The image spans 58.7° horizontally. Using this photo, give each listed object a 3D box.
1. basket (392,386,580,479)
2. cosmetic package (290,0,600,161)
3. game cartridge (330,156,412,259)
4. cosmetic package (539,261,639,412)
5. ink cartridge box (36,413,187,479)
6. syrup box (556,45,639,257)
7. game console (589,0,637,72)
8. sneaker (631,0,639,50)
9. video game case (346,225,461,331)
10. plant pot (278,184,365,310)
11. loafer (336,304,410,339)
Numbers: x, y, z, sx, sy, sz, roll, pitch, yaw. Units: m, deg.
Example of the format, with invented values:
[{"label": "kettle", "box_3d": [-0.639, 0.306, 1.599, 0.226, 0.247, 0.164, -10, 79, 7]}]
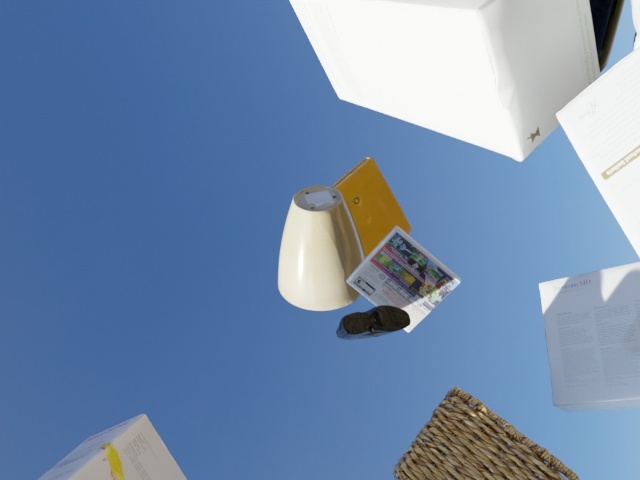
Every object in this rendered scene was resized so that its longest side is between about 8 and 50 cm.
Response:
[{"label": "basket", "box_3d": [0.326, 0.485, 1.143, 0.223, 0.299, 0.213, -49, -28, -17]}, {"label": "cosmetic package", "box_3d": [0.137, -0.260, 0.719, 0.155, 0.365, 0.197, -42, -49, -12]}, {"label": "game cartridge", "box_3d": [0.148, -0.071, 1.924, 0.285, 0.052, 0.324, -41, -66, -24]}, {"label": "cosmetic package", "box_3d": [0.663, 0.190, 1.166, 0.097, 0.377, 0.284, 29, -126, -41]}, {"label": "ink cartridge box", "box_3d": [-0.426, 0.505, 1.077, 0.197, 0.198, 0.270, 59, -152, -5]}, {"label": "syrup box", "box_3d": [0.284, -0.030, 0.427, 0.093, 0.096, 0.237, 17, -134, -33]}, {"label": "game console", "box_3d": [0.404, -0.251, 0.691, 0.044, 0.361, 0.213, -51, -25, -3]}, {"label": "sneaker", "box_3d": [0.354, -0.277, 0.526, 0.121, 0.099, 0.262, 54, -125, -28]}, {"label": "video game case", "box_3d": [0.194, 0.094, 1.343, 0.201, 0.183, 0.023, 40, -160, -5]}, {"label": "plant pot", "box_3d": [0.000, 0.000, 1.524, 0.256, 0.256, 0.274, -46, -37, -43]}, {"label": "loafer", "box_3d": [0.112, 0.179, 1.222, 0.170, 0.061, 0.062, -1, -117, -22]}]
